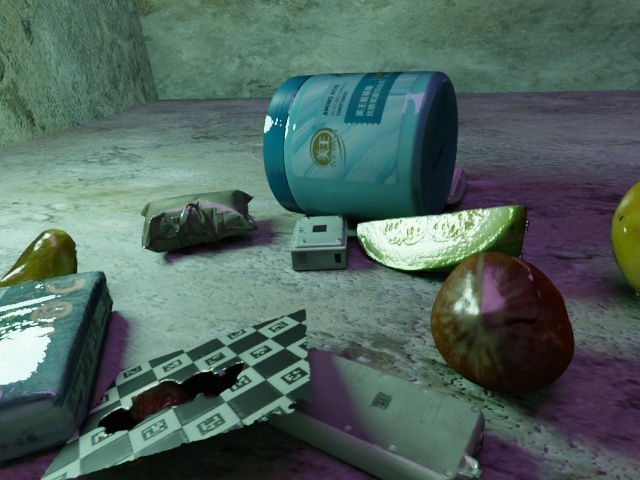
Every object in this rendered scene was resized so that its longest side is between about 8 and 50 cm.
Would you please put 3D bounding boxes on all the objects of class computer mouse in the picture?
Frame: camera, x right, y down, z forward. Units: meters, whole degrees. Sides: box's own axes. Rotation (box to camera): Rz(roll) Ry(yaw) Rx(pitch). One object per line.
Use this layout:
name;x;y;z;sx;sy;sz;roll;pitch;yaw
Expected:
computer mouse;0.318;-0.135;1.137;0.102;0.044;0.199;1;34;25

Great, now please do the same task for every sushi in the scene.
sushi;-0.143;0.195;0.549;0.290;0.050;0.264;-18;12;-1

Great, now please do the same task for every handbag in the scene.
handbag;-0.279;-0.046;1.002;0.271;0.117;0.182;-8;36;-9

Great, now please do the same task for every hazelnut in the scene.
hazelnut;0.220;0.108;0.571;0.182;0.182;0.182;-4;28;2

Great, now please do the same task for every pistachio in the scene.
pistachio;-0.524;0.071;0.826;0.110;0.100;0.189;-14;46;57

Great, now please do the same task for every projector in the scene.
projector;0.000;0.000;0.920;0.115;0.061;0.147;-4;27;6

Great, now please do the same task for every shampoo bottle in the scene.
shampoo bottle;0.104;-0.205;0.999;0.343;0.330;0.331;9;31;27

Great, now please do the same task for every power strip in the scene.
power strip;0.060;0.207;0.525;0.271;0.046;0.118;11;28;31

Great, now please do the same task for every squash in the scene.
squash;0.200;0.003;0.809;0.289;0.111;0.203;5;-11;10

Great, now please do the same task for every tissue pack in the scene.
tissue pack;-0.442;0.165;0.628;0.228;0.103;0.315;-12;27;-11

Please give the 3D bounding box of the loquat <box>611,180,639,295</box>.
loquat;0.566;-0.002;0.653;0.235;0.234;0.235;-4;28;2
